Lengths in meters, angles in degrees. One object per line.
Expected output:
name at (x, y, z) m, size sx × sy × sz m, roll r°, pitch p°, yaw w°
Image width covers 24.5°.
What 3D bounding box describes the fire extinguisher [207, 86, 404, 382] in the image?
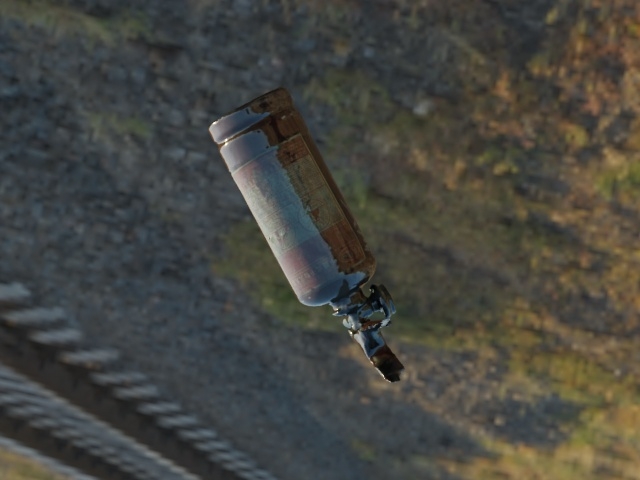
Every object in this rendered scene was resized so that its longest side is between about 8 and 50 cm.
fire extinguisher at (-0.006, 0.003, 1.182) m, size 0.075 × 0.252 × 0.106 m, roll -27°, pitch 179°, yaw 11°
